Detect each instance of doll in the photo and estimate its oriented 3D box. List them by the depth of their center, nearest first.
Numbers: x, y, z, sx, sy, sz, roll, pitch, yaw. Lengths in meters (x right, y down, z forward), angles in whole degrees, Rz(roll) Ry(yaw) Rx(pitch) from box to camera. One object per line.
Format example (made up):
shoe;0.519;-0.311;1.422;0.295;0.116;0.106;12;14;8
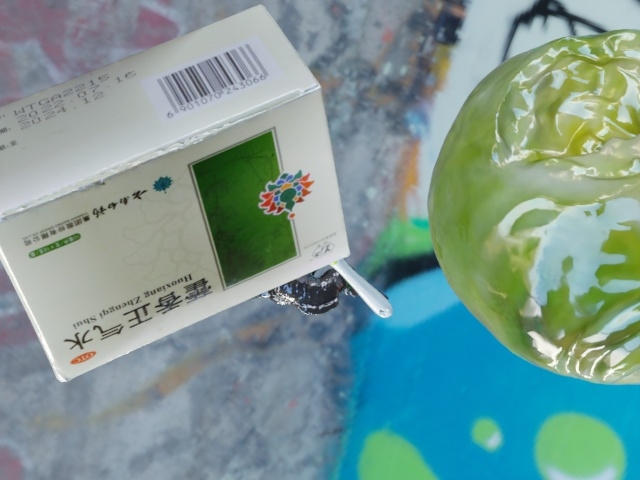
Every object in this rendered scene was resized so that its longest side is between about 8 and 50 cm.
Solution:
doll;-0.034;0.031;1.556;0.165;0.139;0.057;2;144;-16

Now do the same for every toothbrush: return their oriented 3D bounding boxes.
toothbrush;0.000;0.000;1.321;0.022;0.026;0.263;-27;128;24

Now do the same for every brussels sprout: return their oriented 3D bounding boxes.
brussels sprout;0.257;-0.017;1.108;0.268;0.344;0.344;-51;146;-46

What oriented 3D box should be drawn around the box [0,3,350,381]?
box;-0.101;-0.026;0.802;0.212;0.095;0.168;-24;143;-11
